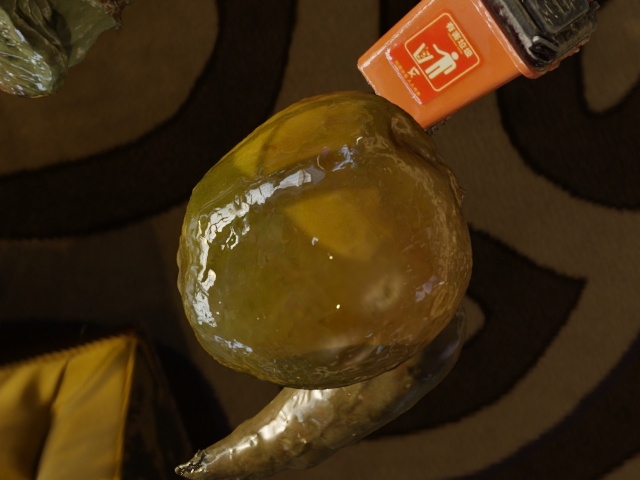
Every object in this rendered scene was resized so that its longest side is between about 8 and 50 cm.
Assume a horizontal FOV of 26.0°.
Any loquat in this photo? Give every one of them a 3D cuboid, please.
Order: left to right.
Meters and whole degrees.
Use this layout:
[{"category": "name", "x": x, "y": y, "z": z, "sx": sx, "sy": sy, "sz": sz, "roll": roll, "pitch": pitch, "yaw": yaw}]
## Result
[{"category": "loquat", "x": 0.000, "y": 0.000, "z": 1.309, "sx": 0.284, "sy": 0.276, "sz": 0.276, "roll": -15, "pitch": 118, "yaw": 2}]

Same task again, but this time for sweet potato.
[{"category": "sweet potato", "x": 0.013, "y": 0.184, "z": 1.631, "sx": 0.422, "sy": 0.130, "sz": 0.130, "roll": -36, "pitch": 112, "yaw": 23}]

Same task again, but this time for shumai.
[{"category": "shumai", "x": -0.367, "y": -0.315, "z": 1.639, "sx": 0.222, "sy": 0.204, "sz": 0.272, "roll": -4, "pitch": 137, "yaw": 49}]

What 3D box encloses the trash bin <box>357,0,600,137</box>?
[{"category": "trash bin", "x": 0.175, "y": -0.232, "z": 1.550, "sx": 0.238, "sy": 0.184, "sz": 0.161, "roll": -33, "pitch": 92, "yaw": 44}]
